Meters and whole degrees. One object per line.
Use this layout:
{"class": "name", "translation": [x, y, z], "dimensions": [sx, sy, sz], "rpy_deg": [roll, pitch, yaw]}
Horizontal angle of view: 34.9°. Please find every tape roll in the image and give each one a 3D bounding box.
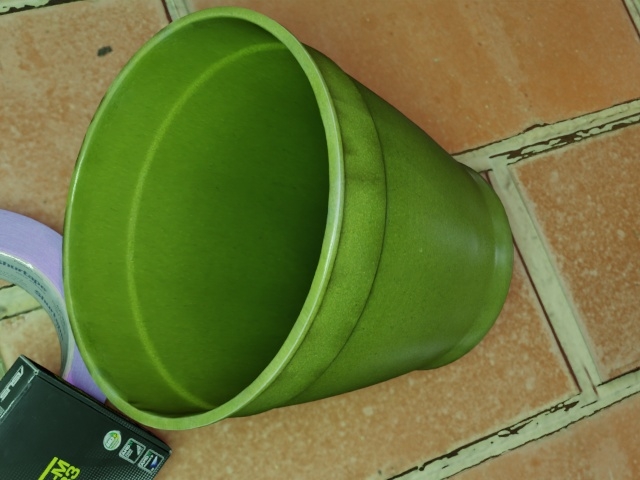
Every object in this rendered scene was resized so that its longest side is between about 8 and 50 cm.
{"class": "tape roll", "translation": [-0.342, 0.109, 0.998], "dimensions": [0.275, 0.090, 0.274], "rpy_deg": [6, 71, -17]}

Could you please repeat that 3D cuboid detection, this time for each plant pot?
{"class": "plant pot", "translation": [0.000, 0.000, 1.001], "dimensions": [0.353, 0.366, 0.366], "rpy_deg": [11, 66, -46]}

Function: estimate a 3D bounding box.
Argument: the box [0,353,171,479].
{"class": "box", "translation": [-0.256, 0.225, 0.922], "dimensions": [0.190, 0.045, 0.184], "rpy_deg": [-53, 134, -9]}
